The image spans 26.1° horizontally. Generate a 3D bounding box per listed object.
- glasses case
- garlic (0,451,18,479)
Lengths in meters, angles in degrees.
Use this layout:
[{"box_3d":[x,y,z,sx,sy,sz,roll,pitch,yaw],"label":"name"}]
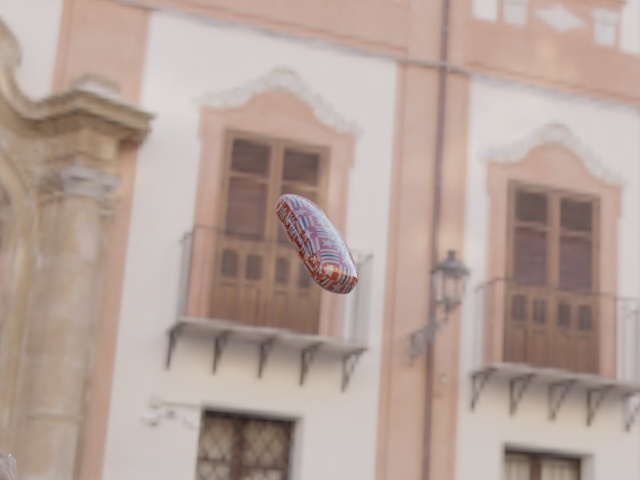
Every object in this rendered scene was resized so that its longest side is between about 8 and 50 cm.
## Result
[{"box_3d":[0.000,0.000,1.851,0.073,0.194,0.049,18,-64,-34],"label":"glasses case"},{"box_3d":[-0.434,0.280,1.425,0.292,0.210,0.237,5,9,-33],"label":"garlic"}]
